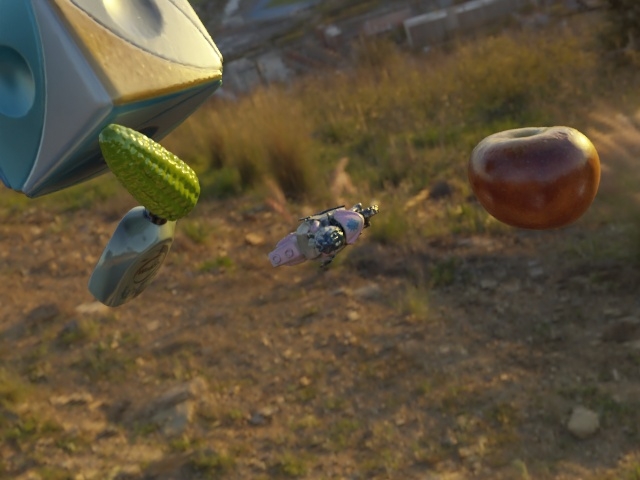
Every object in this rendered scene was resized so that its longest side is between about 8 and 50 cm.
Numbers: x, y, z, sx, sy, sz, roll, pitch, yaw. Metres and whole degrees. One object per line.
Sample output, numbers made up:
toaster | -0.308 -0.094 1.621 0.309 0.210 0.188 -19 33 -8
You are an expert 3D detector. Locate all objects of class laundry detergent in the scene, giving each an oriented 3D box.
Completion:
laundry detergent | -0.374 -0.001 2.344 0.105 0.280 0.215 39 34 9

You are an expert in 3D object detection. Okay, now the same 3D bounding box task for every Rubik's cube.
Rubik's cube | -0.435 -0.319 1.991 0.351 0.347 0.352 -35 -4 39

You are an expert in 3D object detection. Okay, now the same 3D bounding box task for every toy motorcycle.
toy motorcycle | -0.003 -0.005 2.199 0.239 0.108 0.204 -41 2 14

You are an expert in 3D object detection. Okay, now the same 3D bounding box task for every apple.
apple | 0.375 -0.109 1.947 0.210 0.173 0.235 -18 16 -20

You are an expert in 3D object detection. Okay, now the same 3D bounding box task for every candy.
candy | -0.270 -0.111 1.698 0.096 0.209 0.097 -15 55 23
